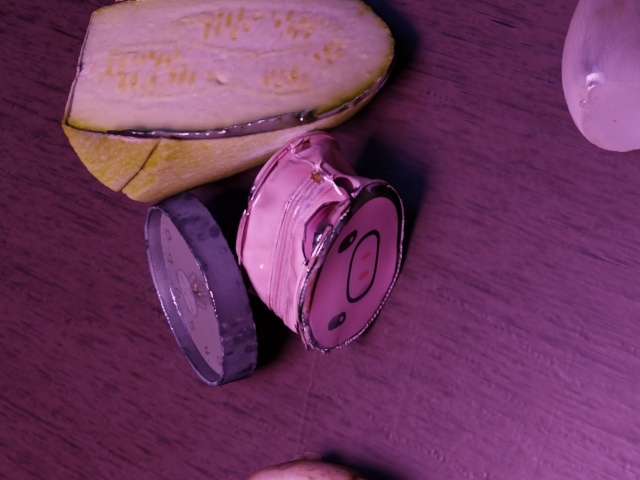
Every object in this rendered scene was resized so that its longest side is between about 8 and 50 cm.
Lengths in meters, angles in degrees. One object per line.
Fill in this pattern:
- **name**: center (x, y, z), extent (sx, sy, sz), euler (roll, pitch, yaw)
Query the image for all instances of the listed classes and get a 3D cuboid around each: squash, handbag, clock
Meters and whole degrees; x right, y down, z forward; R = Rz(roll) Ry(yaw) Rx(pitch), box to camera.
- **squash**: center (-0.085, -0.182, 1.930), extent (0.309, 0.210, 0.234), euler (-23, 40, 32)
- **handbag**: center (0.001, 0.001, 1.866), extent (0.116, 0.179, 0.205), euler (30, 129, 28)
- **clock**: center (-0.132, 0.054, 1.935), extent (0.042, 0.215, 0.215), euler (-19, 63, -20)

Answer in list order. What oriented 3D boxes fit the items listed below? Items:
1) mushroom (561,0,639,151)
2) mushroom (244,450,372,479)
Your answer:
- **mushroom**: center (0.293, -0.204, 1.782), extent (0.116, 0.093, 0.225), euler (-8, 66, 12)
- **mushroom**: center (-0.027, 0.328, 1.814), extent (0.255, 0.184, 0.255), euler (-23, 50, 31)
